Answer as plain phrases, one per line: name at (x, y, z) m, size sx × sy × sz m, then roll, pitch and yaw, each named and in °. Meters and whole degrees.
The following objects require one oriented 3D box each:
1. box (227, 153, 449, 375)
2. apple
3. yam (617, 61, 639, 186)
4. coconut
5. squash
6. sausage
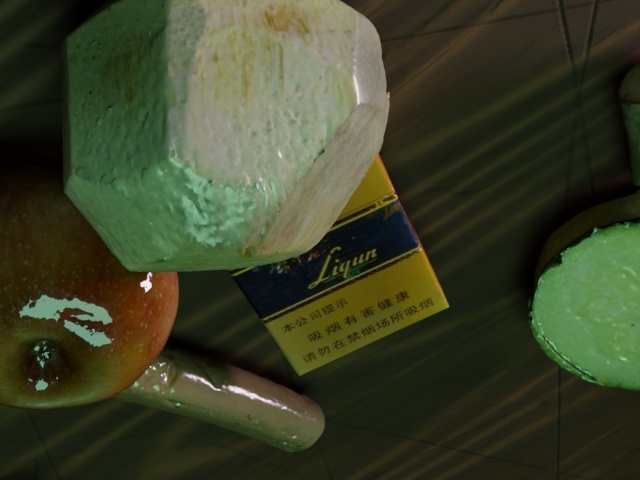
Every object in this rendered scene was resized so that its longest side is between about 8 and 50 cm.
box at (0.000, 0.000, 1.081) m, size 0.152 × 0.070 × 0.237 m, roll -24°, pitch 138°, yaw 4°
apple at (-0.207, 0.040, 0.976) m, size 0.201 × 0.162 × 0.201 m, roll -11°, pitch 137°, yaw -11°
yam at (0.291, -0.095, 1.089) m, size 0.069 × 0.070 × 0.146 m, roll -22°, pitch 134°, yaw 2°
coconut at (-0.069, -0.092, 0.884) m, size 0.236 × 0.237 × 0.197 m, roll -1°, pitch 174°, yaw -19°
squash at (0.300, 0.030, 1.210) m, size 0.220 × 0.133 × 0.220 m, roll 1°, pitch 133°, yaw 1°
sausage at (-0.125, 0.131, 1.167) m, size 0.301 × 0.066 × 0.066 m, roll 22°, pitch 122°, yaw -37°
